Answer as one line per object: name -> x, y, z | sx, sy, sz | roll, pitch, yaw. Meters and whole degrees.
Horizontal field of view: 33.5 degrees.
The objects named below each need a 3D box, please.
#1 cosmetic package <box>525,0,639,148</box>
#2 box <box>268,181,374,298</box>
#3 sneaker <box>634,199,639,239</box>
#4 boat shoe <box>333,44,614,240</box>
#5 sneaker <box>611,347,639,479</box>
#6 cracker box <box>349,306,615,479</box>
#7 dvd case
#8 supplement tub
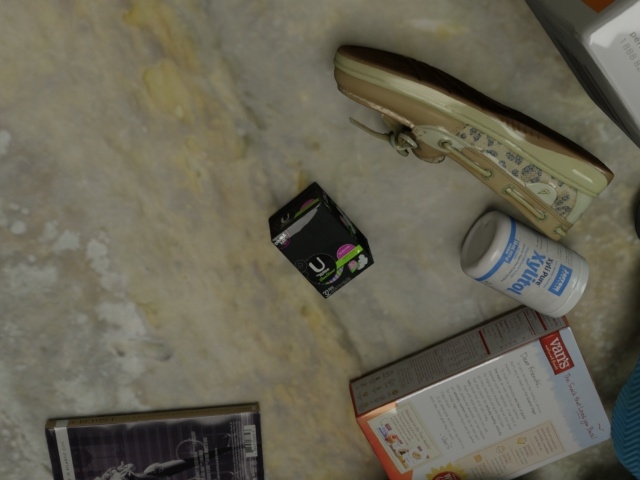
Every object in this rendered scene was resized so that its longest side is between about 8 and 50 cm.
cosmetic package -> 0.394, -0.263, 0.814 | 0.453, 0.230, 0.161 | -36, 113, 11
box -> 0.000, 0.000, 1.004 | 0.062, 0.052, 0.083 | -37, 113, 12
sneaker -> 0.452, -0.012, 1.000 | 0.286, 0.130, 0.109 | -10, 115, -2
boat shoe -> 0.129, -0.084, 0.946 | 0.285, 0.104, 0.089 | 24, 109, -17
sneaker -> 0.360, 0.135, 1.063 | 0.092, 0.087, 0.229 | 2, 105, -40
cracker box -> 0.166, 0.175, 1.099 | 0.232, 0.067, 0.156 | -24, 118, 7
dvd case -> -0.170, 0.253, 1.133 | 0.221, 0.018, 0.164 | -4, 118, -4
supplement tub -> 0.196, 0.023, 1.025 | 0.107, 0.071, 0.071 | 26, 111, -16
